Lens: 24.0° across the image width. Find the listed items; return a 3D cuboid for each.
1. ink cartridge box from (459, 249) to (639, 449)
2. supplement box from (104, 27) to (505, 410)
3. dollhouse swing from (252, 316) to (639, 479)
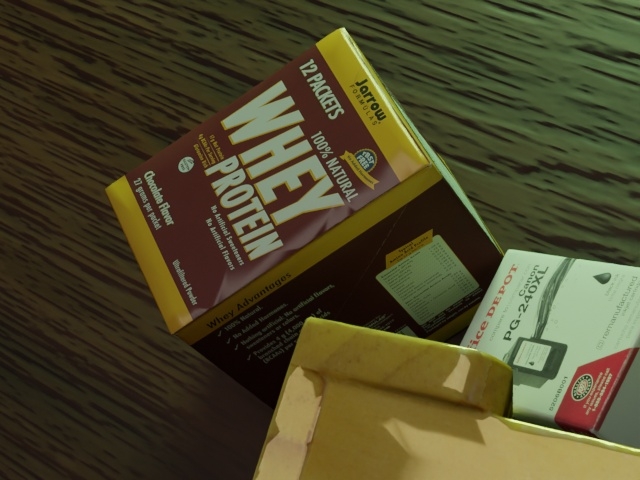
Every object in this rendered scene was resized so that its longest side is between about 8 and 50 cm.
[{"bbox_3d":[0.158,0.072,0.940,0.150,0.063,0.109,9,67,56],"label":"ink cartridge box"},{"bbox_3d":[0.000,0.000,1.008,0.191,0.194,0.129,-34,55,7],"label":"supplement box"},{"bbox_3d":[0.092,0.258,0.810,0.305,0.315,0.346,14,76,11],"label":"dollhouse swing"}]
